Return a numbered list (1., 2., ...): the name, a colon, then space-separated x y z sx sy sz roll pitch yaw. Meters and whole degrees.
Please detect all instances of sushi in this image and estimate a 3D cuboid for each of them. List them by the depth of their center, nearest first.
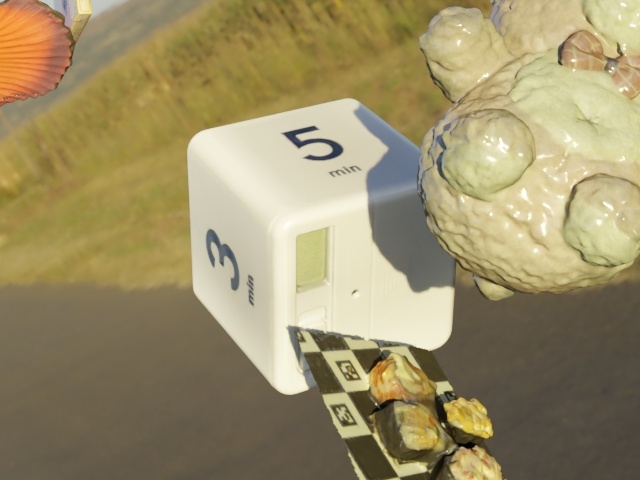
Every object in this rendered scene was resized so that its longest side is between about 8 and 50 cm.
1. sushi: 0.090 0.148 1.089 0.193 0.210 0.040 12 -49 -46

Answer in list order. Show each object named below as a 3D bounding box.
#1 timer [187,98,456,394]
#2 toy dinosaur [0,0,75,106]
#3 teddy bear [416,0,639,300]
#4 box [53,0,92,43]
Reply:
1. timer: 0.000 0.000 1.313 0.194 0.192 0.195 -15 34 -24
2. toy dinosaur: -0.220 -0.140 0.892 0.139 0.070 0.286 2 -34 -21
3. teddy bear: 0.173 -0.085 0.944 0.267 0.236 0.151 -57 0 -27
4. box: -0.173 -0.165 0.965 0.012 0.046 0.083 -5 -8 -19
